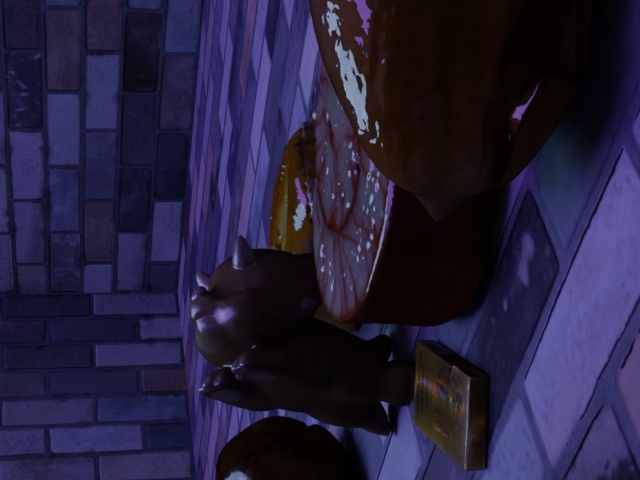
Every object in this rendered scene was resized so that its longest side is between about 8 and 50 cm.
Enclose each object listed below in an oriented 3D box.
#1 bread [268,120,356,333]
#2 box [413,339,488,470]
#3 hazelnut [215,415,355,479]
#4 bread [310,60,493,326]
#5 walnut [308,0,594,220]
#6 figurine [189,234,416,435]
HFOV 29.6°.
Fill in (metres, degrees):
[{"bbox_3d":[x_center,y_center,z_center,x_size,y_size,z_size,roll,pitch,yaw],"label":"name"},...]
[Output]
[{"bbox_3d":[0.000,0.000,1.456,0.288,0.119,0.152,104,165,-50],"label":"bread"},{"bbox_3d":[0.119,0.149,1.125,0.156,0.022,0.089,-144,53,-75],"label":"box"},{"bbox_3d":[-0.040,0.320,1.530,0.204,0.178,0.177,21,116,39],"label":"hazelnut"},{"bbox_3d":[0.071,-0.079,1.118,0.295,0.114,0.327,-121,34,-68],"label":"bread"},{"bbox_3d":[0.089,-0.155,0.852,0.203,0.203,0.297,-113,22,-61],"label":"walnut"},{"bbox_3d":[-0.022,0.094,1.314,0.177,0.247,0.173,112,165,-59],"label":"figurine"}]
